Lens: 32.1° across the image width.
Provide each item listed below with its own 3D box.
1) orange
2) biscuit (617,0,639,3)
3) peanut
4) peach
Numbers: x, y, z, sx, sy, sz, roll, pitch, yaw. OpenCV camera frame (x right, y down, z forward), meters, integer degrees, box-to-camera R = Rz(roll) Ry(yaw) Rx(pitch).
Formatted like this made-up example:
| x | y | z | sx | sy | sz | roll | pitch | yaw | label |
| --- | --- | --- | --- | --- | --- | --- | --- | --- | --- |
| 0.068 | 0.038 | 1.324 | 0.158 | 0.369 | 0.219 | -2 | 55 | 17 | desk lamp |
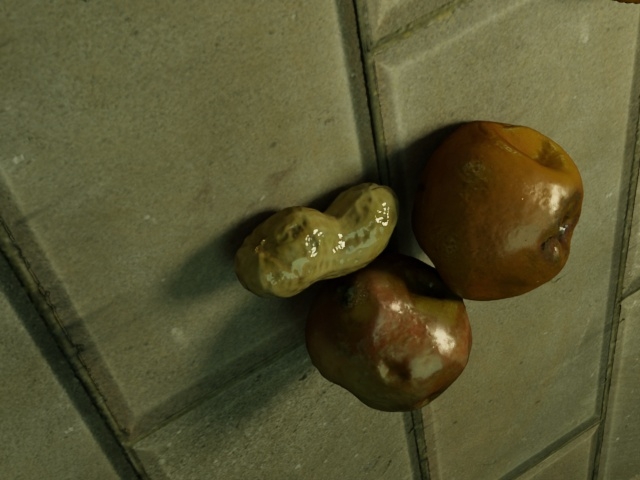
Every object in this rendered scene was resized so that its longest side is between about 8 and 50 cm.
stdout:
| x | y | z | sx | sy | sz | roll | pitch | yaw | label |
| --- | --- | --- | --- | --- | --- | --- | --- | --- | --- |
| 0.234 | -0.026 | 1.419 | 0.249 | 0.183 | 0.249 | -27 | 130 | -37 | orange |
| 0.399 | -0.384 | 1.318 | 0.220 | 0.066 | 0.220 | -22 | 138 | -21 | biscuit |
| 0.000 | 0.000 | 1.349 | 0.229 | 0.098 | 0.103 | -22 | 168 | -28 | peanut |
| 0.085 | 0.118 | 1.458 | 0.214 | 0.214 | 0.235 | -47 | 139 | 10 | peach |
